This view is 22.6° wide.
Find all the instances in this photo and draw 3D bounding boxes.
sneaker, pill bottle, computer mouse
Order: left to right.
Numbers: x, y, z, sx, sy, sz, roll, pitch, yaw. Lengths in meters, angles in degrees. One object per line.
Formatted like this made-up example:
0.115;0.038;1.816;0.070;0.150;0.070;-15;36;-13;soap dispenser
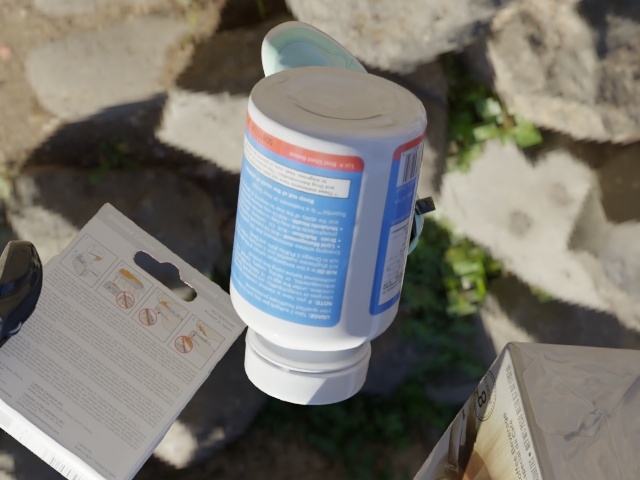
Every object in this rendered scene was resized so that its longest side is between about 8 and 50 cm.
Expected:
-0.265;0.093;1.311;0.041;0.242;0.071;23;136;-15;computer mouse
0.000;0.000;1.131;0.124;0.124;0.221;-3;119;-20;pill bottle
0.029;-0.098;1.546;0.094;0.256;0.151;-31;-171;5;sneaker

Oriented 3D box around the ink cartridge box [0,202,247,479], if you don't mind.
-0.194;0.099;1.444;0.181;0.224;0.056;37;143;1;ink cartridge box

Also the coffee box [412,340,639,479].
0.135;0.223;1.091;0.119;0.168;0.297;5;139;-20;coffee box
